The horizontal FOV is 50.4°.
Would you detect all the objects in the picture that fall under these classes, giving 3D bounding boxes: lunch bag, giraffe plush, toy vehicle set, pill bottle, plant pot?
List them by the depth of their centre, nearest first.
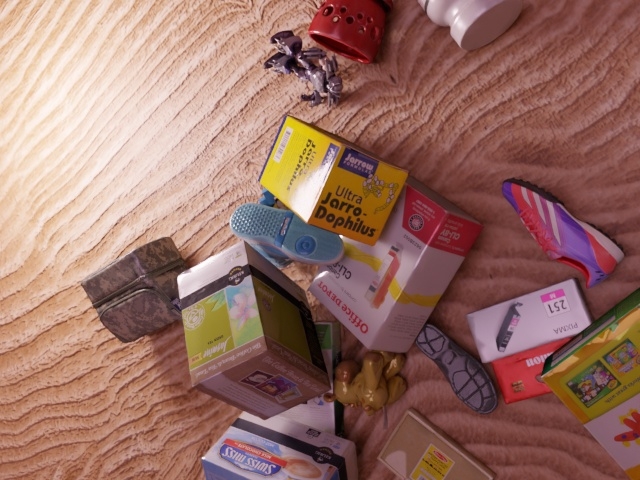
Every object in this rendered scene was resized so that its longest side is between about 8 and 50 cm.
[{"bbox_3d":[0.311,-0.652,1.634,0.210,0.210,0.363,-37,73,23],"label":"pill bottle"},{"bbox_3d":[0.291,0.576,1.734,0.267,0.035,0.166,36,106,24],"label":"toy vehicle set"},{"bbox_3d":[0.107,0.371,1.768,0.170,0.181,0.210,-1,72,40],"label":"giraffe plush"},{"bbox_3d":[0.082,-0.578,1.770,0.191,0.191,0.174,24,96,26],"label":"plant pot"},{"bbox_3d":[-0.545,0.161,2.100,0.305,0.212,0.256,-26,94,26],"label":"lunch bag"}]

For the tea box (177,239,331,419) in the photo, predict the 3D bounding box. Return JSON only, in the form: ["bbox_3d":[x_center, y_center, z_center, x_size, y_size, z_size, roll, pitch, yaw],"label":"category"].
[{"bbox_3d":[-0.168,0.237,1.732,0.220,0.329,0.323,-28,52,14],"label":"tea box"}]

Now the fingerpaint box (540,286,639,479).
[{"bbox_3d":[0.755,0.272,1.394,0.445,0.163,0.371,-45,79,21],"label":"fingerpaint box"}]

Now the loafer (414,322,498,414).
[{"bbox_3d":[0.343,0.312,1.692,0.096,0.084,0.267,-43,74,7],"label":"loafer"}]

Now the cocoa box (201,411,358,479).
[{"bbox_3d":[-0.101,0.635,1.796,0.347,0.228,0.231,12,123,28],"label":"cocoa box"}]

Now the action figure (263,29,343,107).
[{"bbox_3d":[-0.035,-0.465,1.866,0.285,0.099,0.185,41,142,33],"label":"action figure"}]

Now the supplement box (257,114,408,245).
[{"bbox_3d":[0.017,-0.155,1.654,0.195,0.194,0.356,-66,29,10],"label":"supplement box"}]

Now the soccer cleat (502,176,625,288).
[{"bbox_3d":[0.532,-0.024,1.561,0.318,0.108,0.116,40,90,19],"label":"soccer cleat"}]

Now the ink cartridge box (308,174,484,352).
[{"bbox_3d":[0.175,0.047,1.688,0.279,0.160,0.384,42,110,43],"label":"ink cartridge box"}]

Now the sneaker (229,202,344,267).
[{"bbox_3d":[-0.063,0.013,1.766,0.319,0.208,0.127,21,71,24],"label":"sneaker"}]

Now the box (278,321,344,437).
[{"bbox_3d":[-0.052,0.388,1.910,0.232,0.058,0.322,-2,90,28],"label":"box"}]

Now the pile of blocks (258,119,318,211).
[{"bbox_3d":[-0.095,-0.166,1.895,0.149,0.112,0.362,26,99,-14],"label":"pile of blocks"}]

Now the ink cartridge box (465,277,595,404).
[{"bbox_3d":[0.513,0.244,1.606,0.275,0.060,0.239,-24,77,26],"label":"ink cartridge box"}]
